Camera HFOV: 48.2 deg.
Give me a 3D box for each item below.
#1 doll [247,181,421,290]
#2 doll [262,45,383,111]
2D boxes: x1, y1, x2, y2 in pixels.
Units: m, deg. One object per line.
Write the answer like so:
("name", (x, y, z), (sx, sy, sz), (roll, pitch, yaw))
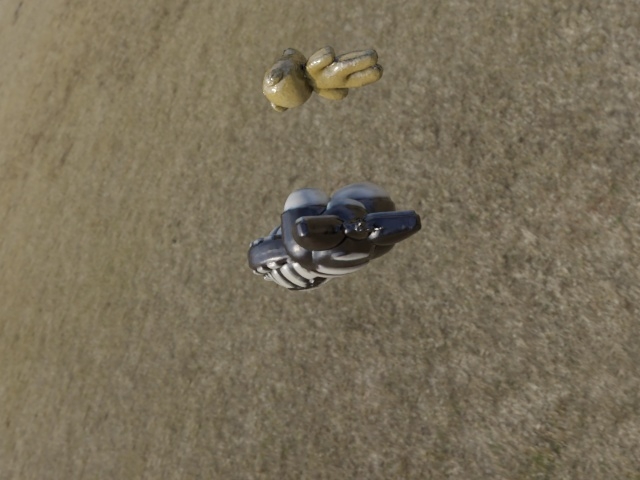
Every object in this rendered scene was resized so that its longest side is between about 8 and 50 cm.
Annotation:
("doll", (0.000, 0.000, 0.540), (0.219, 0.091, 0.067), (152, 115, -71))
("doll", (0.001, -0.130, 0.580), (0.093, 0.061, 0.051), (10, 71, 18))
